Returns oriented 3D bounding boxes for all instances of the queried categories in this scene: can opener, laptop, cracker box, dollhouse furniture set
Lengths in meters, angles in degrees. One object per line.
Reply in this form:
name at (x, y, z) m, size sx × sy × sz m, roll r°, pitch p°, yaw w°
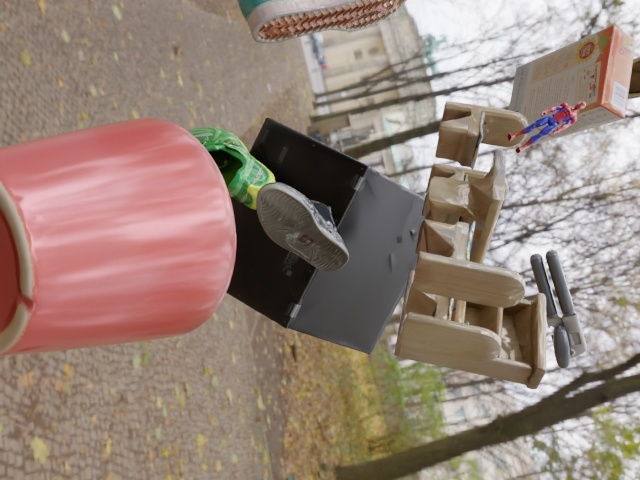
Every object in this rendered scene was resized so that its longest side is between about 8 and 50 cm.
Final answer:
can opener at (0.564, 0.161, 1.544) m, size 0.093 × 0.074 × 0.280 m, roll -40°, pitch 113°, yaw -67°
laptop at (0.000, 0.000, 1.472) m, size 0.382 × 0.408 × 0.236 m, roll -63°, pitch 163°, yaw 3°
cracker box at (0.455, -0.277, 1.211) m, size 0.232 × 0.067 × 0.156 m, roll -9°, pitch -116°, yaw 61°
dollhouse furniture set at (0.280, 0.046, 1.070) m, size 0.394 × 0.256 × 0.362 m, roll 94°, pitch 10°, yaw -46°

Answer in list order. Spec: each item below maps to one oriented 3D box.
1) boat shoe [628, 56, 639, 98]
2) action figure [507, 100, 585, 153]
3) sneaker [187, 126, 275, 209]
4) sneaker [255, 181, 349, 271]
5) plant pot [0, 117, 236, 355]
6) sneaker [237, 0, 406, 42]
boat shoe at (0.674, -0.332, 1.297) m, size 0.089 × 0.285 × 0.105 m, roll -45°, pitch 116°, yaw -54°
action figure at (0.325, -0.166, 0.929) m, size 0.038 × 0.115 × 0.030 m, roll 60°, pitch 0°, yaw 13°
sneaker at (-0.204, -0.167, 1.312) m, size 0.295 × 0.109 × 0.123 m, roll 35°, pitch 4°, yaw 41°
sneaker at (-0.041, -0.044, 1.112) m, size 0.222 × 0.083 × 0.118 m, roll 46°, pitch 19°, yaw -41°
plant pot at (-0.269, 0.002, 0.724) m, size 0.243 × 0.275 × 0.275 m, roll -15°, pitch 92°, yaw -56°
sneaker at (0.007, -0.416, 1.079) m, size 0.121 × 0.302 × 0.108 m, roll 69°, pitch -26°, yaw 9°
